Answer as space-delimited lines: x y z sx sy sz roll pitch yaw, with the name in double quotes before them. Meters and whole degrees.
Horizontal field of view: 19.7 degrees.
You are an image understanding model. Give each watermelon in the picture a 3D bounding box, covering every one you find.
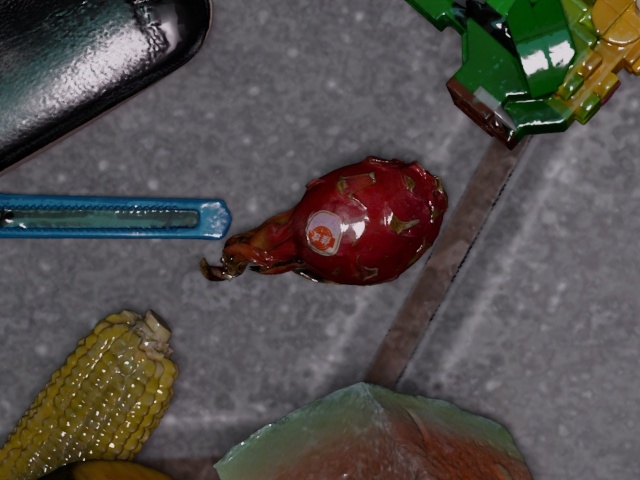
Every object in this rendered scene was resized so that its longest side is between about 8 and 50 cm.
"watermelon" 0.067 0.226 1.244 0.193 0.140 0.256 -27 55 5

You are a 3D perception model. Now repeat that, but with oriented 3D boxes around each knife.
"knife" -0.213 -0.021 1.372 0.297 0.026 0.044 0 80 7

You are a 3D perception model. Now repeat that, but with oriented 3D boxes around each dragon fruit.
"dragon fruit" 0.000 0.000 1.321 0.190 0.094 0.094 -20 90 11

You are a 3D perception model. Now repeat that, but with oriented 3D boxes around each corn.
"corn" -0.201 0.172 1.351 0.086 0.086 0.288 39 96 4

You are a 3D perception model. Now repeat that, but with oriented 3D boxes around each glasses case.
"glasses case" -0.226 -0.121 1.342 0.314 0.075 0.122 -30 85 4

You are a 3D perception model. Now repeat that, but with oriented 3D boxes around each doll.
"doll" 0.164 -0.145 1.286 0.186 0.106 0.134 -19 79 6

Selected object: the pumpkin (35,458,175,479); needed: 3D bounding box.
"pumpkin" -0.140 0.295 1.210 0.303 0.256 0.225 37 99 36
